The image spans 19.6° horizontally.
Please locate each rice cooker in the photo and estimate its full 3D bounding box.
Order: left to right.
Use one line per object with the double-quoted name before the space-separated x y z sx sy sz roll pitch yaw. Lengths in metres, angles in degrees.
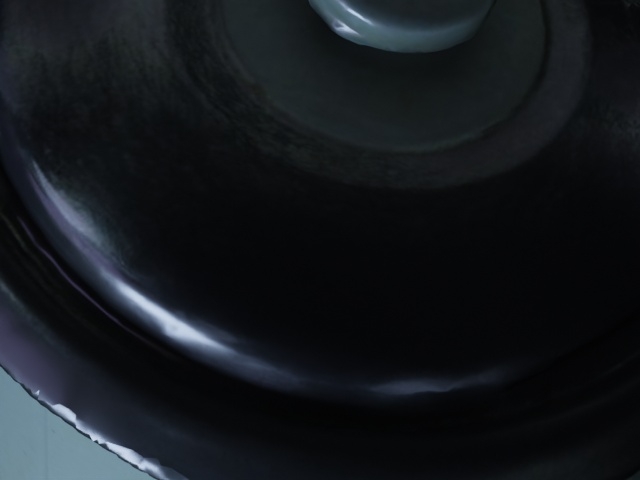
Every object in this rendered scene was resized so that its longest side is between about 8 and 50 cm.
"rice cooker" 0.000 0.000 0.587 0.316 0.264 0.317 39 149 30
